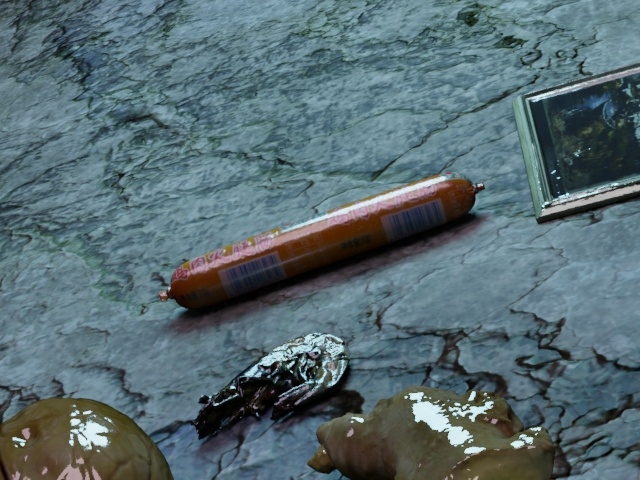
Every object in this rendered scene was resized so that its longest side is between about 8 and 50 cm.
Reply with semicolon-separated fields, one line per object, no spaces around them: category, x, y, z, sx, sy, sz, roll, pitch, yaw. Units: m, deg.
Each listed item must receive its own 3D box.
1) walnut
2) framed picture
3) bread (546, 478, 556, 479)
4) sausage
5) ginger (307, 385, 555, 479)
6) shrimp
walnut;-0.194;0.209;1.238;0.167;0.167;0.207;-24;25;-8
framed picture;0.320;-0.122;1.662;0.232;0.019;0.296;-16;27;9
bread;0.147;0.214;1.089;0.083;0.077;0.070;-25;15;-8
sausage;0.000;0.000;1.614;0.347;0.053;0.053;-19;26;2
ginger;0.088;0.163;1.230;0.137;0.074;0.213;-31;22;-21
shrimp;-0.041;0.128;1.422;0.161;0.034;0.091;-32;29;-24
